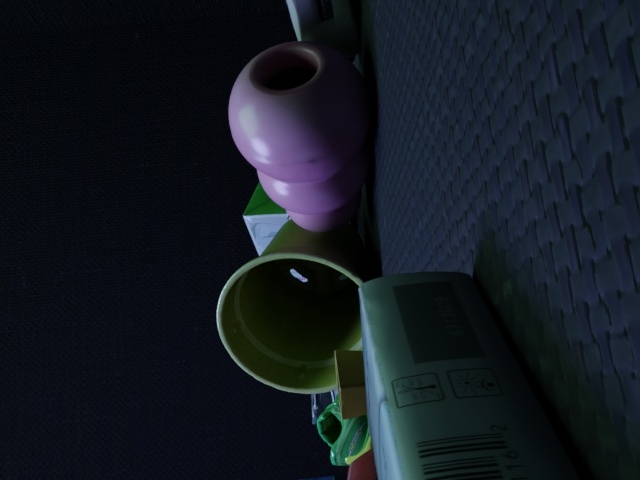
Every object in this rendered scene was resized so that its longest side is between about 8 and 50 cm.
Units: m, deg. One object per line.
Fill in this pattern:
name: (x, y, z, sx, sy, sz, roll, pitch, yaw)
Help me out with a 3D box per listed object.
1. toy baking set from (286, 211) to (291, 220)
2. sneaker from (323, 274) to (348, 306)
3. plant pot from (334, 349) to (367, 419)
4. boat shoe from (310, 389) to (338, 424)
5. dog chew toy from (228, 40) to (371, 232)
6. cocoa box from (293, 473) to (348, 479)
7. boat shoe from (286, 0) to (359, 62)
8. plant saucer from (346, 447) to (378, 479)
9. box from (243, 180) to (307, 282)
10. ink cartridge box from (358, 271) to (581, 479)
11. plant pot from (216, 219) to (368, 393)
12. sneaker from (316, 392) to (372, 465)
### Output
toy baking set: (-0.002, -0.136, 1.322, 0.197, 0.030, 0.256, -52, 15, 26)
sneaker: (0.049, 0.149, 1.458, 0.256, 0.094, 0.151, -95, -2, -47)
plant pot: (0.068, 0.224, 1.128, 0.081, 0.083, 0.082, -98, 2, -52)
boat shoe: (-0.012, 0.297, 1.716, 0.113, 0.104, 0.306, 88, 171, -59)
dog chew toy: (-0.015, -0.136, 1.090, 0.332, 0.206, 0.207, 72, -171, -52)
cocoa box: (0.031, 0.631, 1.291, 0.231, 0.227, 0.347, 168, 97, -88)
boat shoe: (-0.015, -0.419, 1.025, 0.341, 0.127, 0.158, 85, 171, -56)
plant saucer: (0.043, 0.426, 0.934, 0.258, 0.047, 0.259, -1, -84, -85)
box: (-0.045, -0.051, 1.548, 0.262, 0.126, 0.231, -70, -29, -46)
ink cartridge box: (0.087, 0.256, 0.439, 0.308, 0.091, 0.385, -98, 4, -66)
plant pot: (-0.017, 0.082, 1.256, 0.254, 0.276, 0.276, -73, -19, -61)
sneaker: (0.052, 0.333, 1.395, 0.295, 0.123, 0.110, -98, 2, -71)
